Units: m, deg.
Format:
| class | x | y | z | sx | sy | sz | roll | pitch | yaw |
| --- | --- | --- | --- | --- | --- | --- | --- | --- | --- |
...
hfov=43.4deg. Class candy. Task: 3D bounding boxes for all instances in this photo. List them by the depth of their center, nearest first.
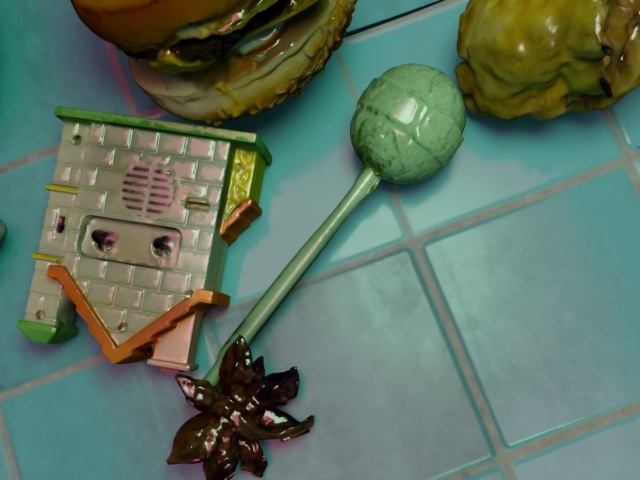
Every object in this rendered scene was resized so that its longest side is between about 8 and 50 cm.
| class | x | y | z | sx | sy | sz | roll | pitch | yaw |
| --- | --- | --- | --- | --- | --- | --- | --- | --- | --- |
| candy | 0.000 | 0.000 | 0.849 | 0.119 | 0.119 | 0.440 | 37 | 88 | 10 |

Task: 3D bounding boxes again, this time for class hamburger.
| class | x | y | z | sx | sy | sz | roll | pitch | yaw |
| --- | --- | --- | --- | --- | --- | --- | --- | --- | --- |
| hamburger | -0.099 | -0.263 | 0.816 | 0.291 | 0.225 | 0.291 | -15 | 54 | 21 |

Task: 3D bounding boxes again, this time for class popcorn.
| class | x | y | z | sx | sy | sz | roll | pitch | yaw |
| --- | --- | --- | --- | --- | --- | --- | --- | --- | --- |
| popcorn | 0.264 | -0.217 | 0.829 | 0.253 | 0.190 | 0.191 | -8 | 60 | 42 |

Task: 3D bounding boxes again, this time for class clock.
| class | x | y | z | sx | sy | sz | roll | pitch | yaw |
| --- | --- | --- | --- | --- | --- | --- | --- | --- | --- |
| clock | -0.187 | 0.003 | 0.862 | 0.220 | 0.106 | 0.255 | 9 | 85 | 7 |

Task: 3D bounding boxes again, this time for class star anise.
| class | x | y | z | sx | sy | sz | roll | pitch | yaw |
| --- | --- | --- | --- | --- | --- | --- | --- | --- | --- |
| star anise | -0.086 | 0.177 | 0.818 | 0.168 | 0.057 | 0.168 | -4 | 102 | -22 |

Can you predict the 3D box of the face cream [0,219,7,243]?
| class | x | y | z | sx | sy | sz | roll | pitch | yaw |
| --- | --- | --- | --- | --- | --- | --- | --- | --- | --- |
| face cream | -0.458 | 0.095 | 0.870 | 0.143 | 0.089 | 0.314 | 35 | 91 | 8 |
